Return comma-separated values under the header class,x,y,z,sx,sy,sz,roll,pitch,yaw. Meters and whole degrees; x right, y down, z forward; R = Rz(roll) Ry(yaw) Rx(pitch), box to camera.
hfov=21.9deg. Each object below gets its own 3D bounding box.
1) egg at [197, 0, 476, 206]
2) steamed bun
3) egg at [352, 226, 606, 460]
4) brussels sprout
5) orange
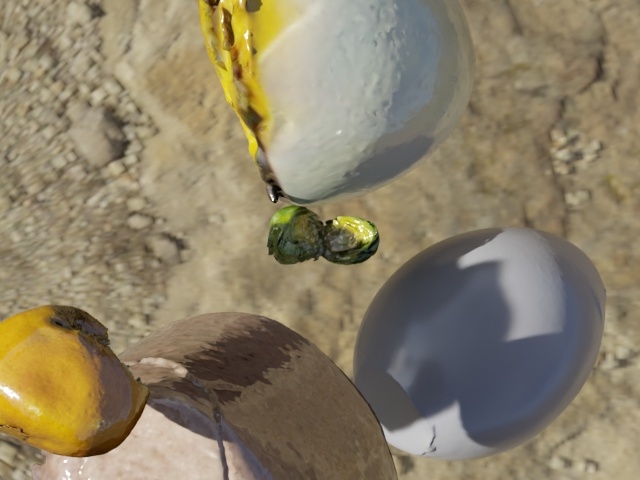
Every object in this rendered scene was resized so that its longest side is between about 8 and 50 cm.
class,x,y,z,sx,sy,sz,roll,pitch,yaw
egg,0.018,-0.171,1.253,0.174,0.264,0.286,-13,129,12
steamed bun,-0.050,0.208,0.969,0.199,0.251,0.301,3,102,9
egg,0.136,0.079,1.351,0.232,0.176,0.176,-27,95,-31
brussels sprout,0.001,0.000,1.254,0.083,0.051,0.046,11,94,-7
orange,-0.126,0.066,0.797,0.086,0.086,0.062,11,118,-17
